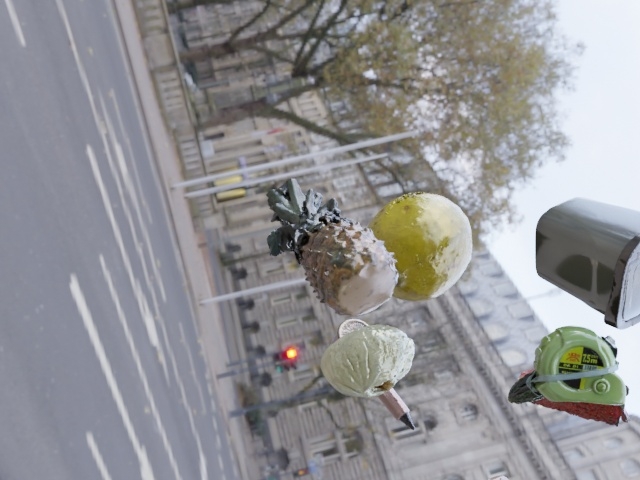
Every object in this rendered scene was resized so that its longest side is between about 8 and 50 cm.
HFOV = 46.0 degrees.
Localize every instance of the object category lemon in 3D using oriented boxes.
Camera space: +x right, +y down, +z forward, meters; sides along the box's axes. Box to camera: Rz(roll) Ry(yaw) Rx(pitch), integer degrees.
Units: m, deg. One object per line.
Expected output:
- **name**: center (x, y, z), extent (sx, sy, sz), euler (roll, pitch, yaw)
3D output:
- **lemon**: center (0.232, 0.017, 1.813), extent (0.310, 0.258, 0.257), euler (-38, 125, -47)

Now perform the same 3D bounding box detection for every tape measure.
- **tape measure**: center (0.485, 0.239, 1.433), extent (0.087, 0.178, 0.154), euler (-71, 162, -82)

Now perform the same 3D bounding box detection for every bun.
- **bun**: center (0.116, 0.284, 1.708), extent (0.220, 0.221, 0.134), euler (86, -14, -59)

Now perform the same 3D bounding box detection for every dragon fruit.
- **dragon fruit**: center (0.617, 0.326, 1.800), extent (0.126, 0.274, 0.161), euler (-65, 165, -46)

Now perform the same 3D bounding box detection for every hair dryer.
- **hair dryer**: center (0.147, 0.399, 2.116), extent (0.344, 0.107, 0.189), euler (52, -31, 22)

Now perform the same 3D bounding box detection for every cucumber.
- **cucumber**: center (0.542, 0.299, 1.693), extent (0.077, 0.265, 0.077), euler (41, 32, -32)

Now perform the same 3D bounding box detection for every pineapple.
- **pineapple**: center (0.000, 0.000, 1.294), extent (0.310, 0.170, 0.141), euler (50, -29, 46)

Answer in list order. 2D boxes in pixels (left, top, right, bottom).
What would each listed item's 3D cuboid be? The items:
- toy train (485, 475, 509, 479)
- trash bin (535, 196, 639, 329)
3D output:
- **toy train**: center (0.450, 0.761, 2.153), extent (0.116, 0.285, 0.177), euler (32, -74, 37)
- **trash bin**: center (0.585, 0.031, 1.533), extent (0.250, 0.220, 0.219), euler (33, -44, 53)
